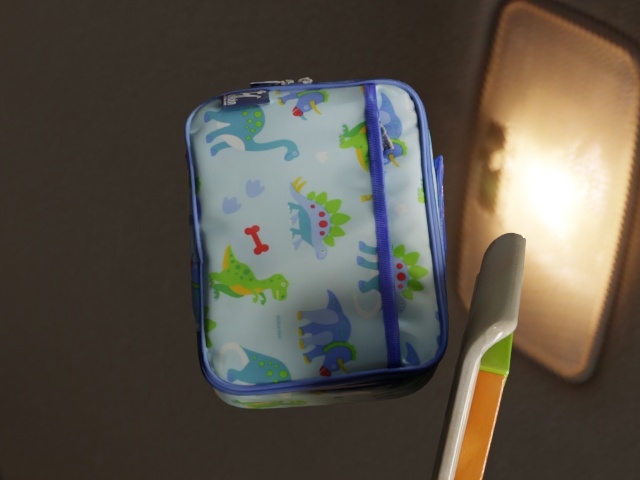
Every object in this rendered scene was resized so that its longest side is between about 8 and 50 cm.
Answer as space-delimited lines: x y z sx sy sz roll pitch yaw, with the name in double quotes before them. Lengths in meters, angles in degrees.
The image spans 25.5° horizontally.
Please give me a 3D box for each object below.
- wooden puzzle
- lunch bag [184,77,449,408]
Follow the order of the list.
"wooden puzzle" 0.094 0.130 0.930 0.044 0.221 0.238 17 -73 5
"lunch bag" 0.000 0.000 0.959 0.090 0.176 0.218 84 3 -74
